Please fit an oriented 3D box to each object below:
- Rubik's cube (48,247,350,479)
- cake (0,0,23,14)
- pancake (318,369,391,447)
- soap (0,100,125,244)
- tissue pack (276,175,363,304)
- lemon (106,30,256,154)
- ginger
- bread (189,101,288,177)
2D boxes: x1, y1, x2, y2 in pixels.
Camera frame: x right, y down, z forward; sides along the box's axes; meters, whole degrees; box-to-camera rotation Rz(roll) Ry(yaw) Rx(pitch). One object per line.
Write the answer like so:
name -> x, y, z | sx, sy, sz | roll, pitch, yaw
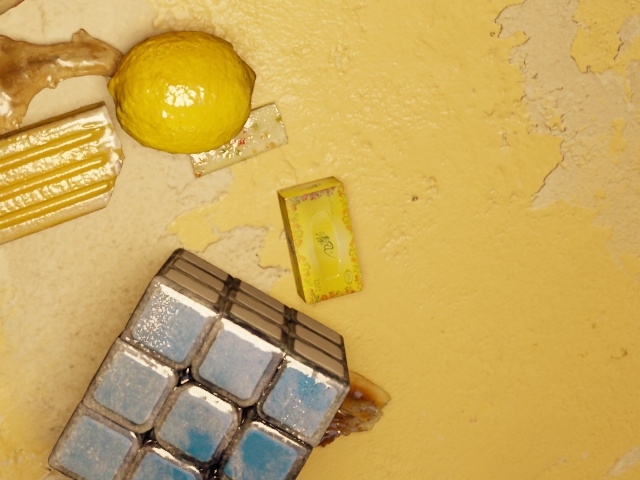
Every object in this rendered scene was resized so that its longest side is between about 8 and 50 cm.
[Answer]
Rubik's cube -> -0.158, 0.218, 1.607 | 0.301, 0.304, 0.305 | 31, 94, -3
cake -> -0.461, -0.394, 1.399 | 0.158, 0.159, 0.262 | -41, 110, -38
pancake -> -0.041, 0.300, 1.820 | 0.266, 0.057, 0.244 | 24, 95, -15
soap -> -0.389, -0.094, 1.613 | 0.232, 0.073, 0.140 | -21, 111, -9
tissue pack -> 0.000, 0.000, 1.750 | 0.095, 0.062, 0.176 | -14, 109, -11
lemon -> -0.189, -0.205, 1.583 | 0.193, 0.180, 0.180 | 18, 100, -35
ginger -> -0.428, -0.214, 1.567 | 0.333, 0.081, 0.148 | -22, 68, -15
bread -> -0.125, -0.149, 1.694 | 0.153, 0.028, 0.068 | -21, 107, -10
